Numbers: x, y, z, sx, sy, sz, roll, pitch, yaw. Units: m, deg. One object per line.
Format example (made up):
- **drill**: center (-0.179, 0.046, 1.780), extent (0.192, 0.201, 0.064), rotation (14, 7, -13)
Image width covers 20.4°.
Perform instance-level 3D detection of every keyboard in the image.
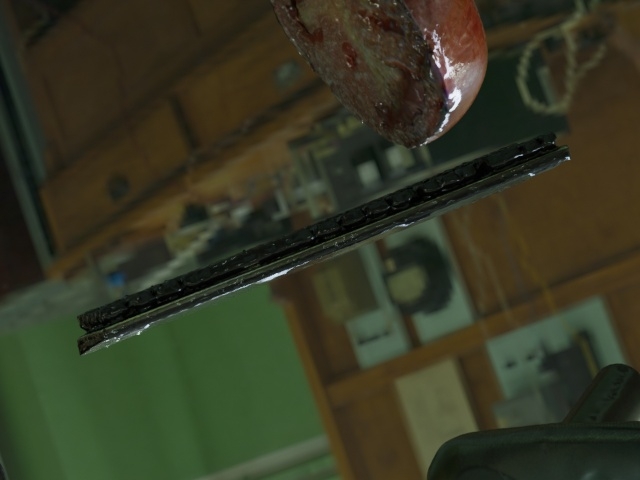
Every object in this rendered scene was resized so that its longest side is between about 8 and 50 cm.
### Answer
- **keyboard**: center (0.000, 0.000, 1.095), extent (0.317, 0.027, 0.106), rotation (-22, 179, -18)

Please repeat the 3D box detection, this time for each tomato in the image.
- **tomato**: center (0.044, -0.181, 1.340), extent (0.085, 0.225, 0.225), rotation (-39, 178, -15)

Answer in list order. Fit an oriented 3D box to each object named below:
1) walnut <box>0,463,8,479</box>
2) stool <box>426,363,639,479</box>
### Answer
- **walnut**: center (-0.347, 0.220, 1.410), extent (0.224, 0.224, 0.224), rotation (-19, 173, -2)
- **stool**: center (0.277, 0.244, 1.309), extent (0.226, 0.310, 0.310), rotation (-25, -171, -37)
